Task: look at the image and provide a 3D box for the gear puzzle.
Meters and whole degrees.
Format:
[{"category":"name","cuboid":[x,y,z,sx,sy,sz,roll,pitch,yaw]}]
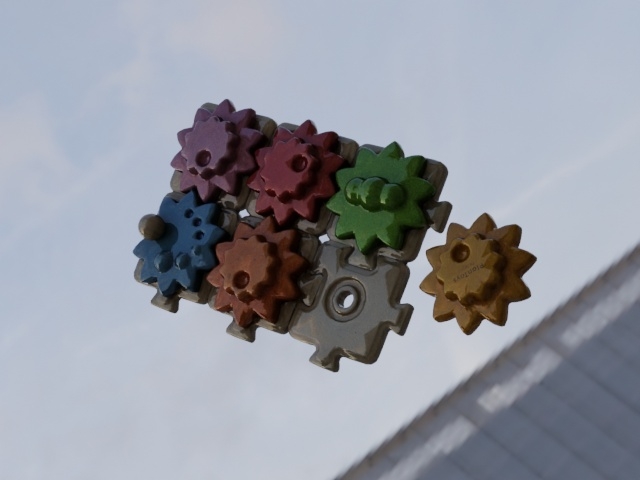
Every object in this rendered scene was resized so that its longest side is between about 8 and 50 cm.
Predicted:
[{"category":"gear puzzle","cuboid":[0.000,0.000,1.055,0.044,0.339,0.175,31,-102,-56]}]
